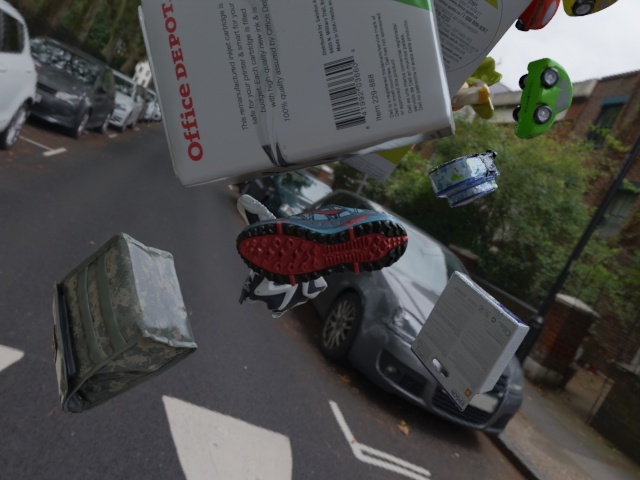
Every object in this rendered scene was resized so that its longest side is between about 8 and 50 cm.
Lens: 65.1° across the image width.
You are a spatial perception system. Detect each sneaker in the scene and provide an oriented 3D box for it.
[{"bbox_3d":[-0.113,0.043,0.934,0.235,0.153,0.094,53,-5,-20],"label":"sneaker"},{"bbox_3d":[0.000,0.000,0.798,0.261,0.104,0.125,-1,22,-2],"label":"sneaker"}]

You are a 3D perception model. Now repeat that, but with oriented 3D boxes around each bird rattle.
[{"bbox_3d":[0.291,-0.354,1.161,0.253,0.143,0.207,5,24,4],"label":"bird rattle"}]

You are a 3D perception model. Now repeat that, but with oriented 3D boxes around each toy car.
[{"bbox_3d":[0.288,-0.236,0.613,0.053,0.225,0.239,6,12,-7],"label":"toy car"}]

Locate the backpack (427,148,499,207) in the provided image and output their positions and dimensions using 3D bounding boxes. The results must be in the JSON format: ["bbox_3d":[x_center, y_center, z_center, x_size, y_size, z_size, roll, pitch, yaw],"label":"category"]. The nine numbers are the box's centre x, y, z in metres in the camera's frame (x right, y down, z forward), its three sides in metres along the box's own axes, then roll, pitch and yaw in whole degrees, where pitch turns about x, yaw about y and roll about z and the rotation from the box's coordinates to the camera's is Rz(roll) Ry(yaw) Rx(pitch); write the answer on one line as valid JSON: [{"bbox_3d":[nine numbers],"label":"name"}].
[{"bbox_3d":[0.263,-0.110,0.921,0.114,0.084,0.105,-12,-10,-41],"label":"backpack"}]

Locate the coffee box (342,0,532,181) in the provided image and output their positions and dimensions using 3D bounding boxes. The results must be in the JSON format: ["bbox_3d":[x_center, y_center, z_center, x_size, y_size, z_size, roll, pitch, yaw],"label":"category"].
[{"bbox_3d":[0.054,-0.362,0.728,0.338,0.334,0.338,28,41,-13],"label":"coffee box"}]

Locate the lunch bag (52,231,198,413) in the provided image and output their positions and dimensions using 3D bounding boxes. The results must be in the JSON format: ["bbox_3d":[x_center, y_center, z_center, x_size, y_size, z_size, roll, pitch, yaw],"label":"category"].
[{"bbox_3d":[-0.411,0.166,0.961,0.169,0.287,0.235,34,26,-54],"label":"lunch bag"}]

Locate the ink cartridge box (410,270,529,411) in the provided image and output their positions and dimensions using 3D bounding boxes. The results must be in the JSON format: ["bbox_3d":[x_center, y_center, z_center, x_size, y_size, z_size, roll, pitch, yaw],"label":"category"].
[{"bbox_3d":[0.316,0.217,1.100,0.045,0.224,0.223,17,19,-30],"label":"ink cartridge box"}]

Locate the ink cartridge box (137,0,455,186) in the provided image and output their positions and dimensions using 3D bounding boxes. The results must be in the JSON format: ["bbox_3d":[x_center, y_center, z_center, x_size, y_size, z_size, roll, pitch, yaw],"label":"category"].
[{"bbox_3d":[-0.021,-0.186,0.532,0.288,0.211,0.121,-9,4,18],"label":"ink cartridge box"}]
